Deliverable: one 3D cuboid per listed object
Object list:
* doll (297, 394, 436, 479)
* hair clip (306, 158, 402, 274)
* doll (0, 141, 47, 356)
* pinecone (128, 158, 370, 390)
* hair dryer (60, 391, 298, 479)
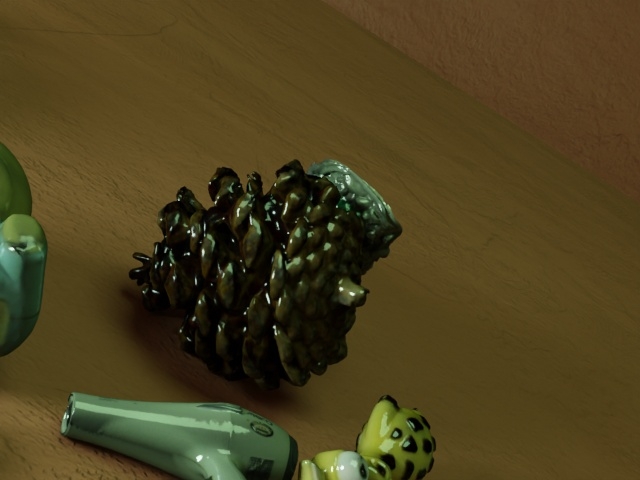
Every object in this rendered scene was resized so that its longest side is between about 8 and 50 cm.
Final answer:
[{"bbox_3d":[0.047,0.234,1.560,0.291,0.086,0.117,-22,95,-64],"label":"doll"},{"bbox_3d":[-0.001,0.001,1.844,0.138,0.091,0.321,47,-15,3],"label":"hair clip"},{"bbox_3d":[-0.346,-0.009,1.418,0.177,0.161,0.261,0,36,-20],"label":"doll"},{"bbox_3d":[-0.071,0.029,1.634,0.257,0.243,0.243,25,21,3],"label":"pinecone"},{"bbox_3d":[-0.135,0.199,1.382,0.219,0.088,0.225,20,17,2],"label":"hair dryer"}]
